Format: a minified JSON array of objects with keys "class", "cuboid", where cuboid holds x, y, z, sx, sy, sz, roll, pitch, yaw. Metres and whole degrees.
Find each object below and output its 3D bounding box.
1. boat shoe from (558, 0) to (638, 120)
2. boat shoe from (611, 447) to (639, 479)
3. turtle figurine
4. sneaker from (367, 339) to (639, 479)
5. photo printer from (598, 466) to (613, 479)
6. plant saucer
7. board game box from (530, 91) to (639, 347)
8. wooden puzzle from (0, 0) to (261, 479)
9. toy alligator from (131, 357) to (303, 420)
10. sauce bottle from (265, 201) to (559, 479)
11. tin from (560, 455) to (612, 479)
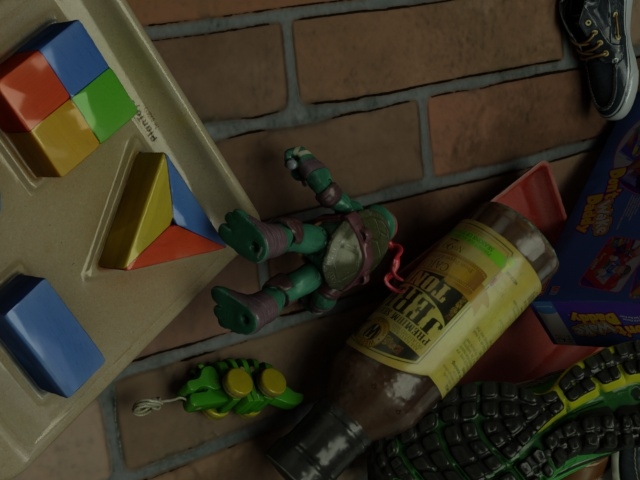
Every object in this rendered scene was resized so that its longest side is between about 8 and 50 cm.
[{"class":"boat shoe","cuboid":[0.318,-0.232,1.390,0.083,0.065,0.183,-2,91,-36]},{"class":"boat shoe","cuboid":[0.403,0.308,1.374,0.095,0.079,0.254,-37,117,-33]},{"class":"turtle figurine","cuboid":[0.000,0.000,1.117,0.234,0.118,0.175,-24,113,-49]},{"class":"sneaker","cuboid":[0.214,0.212,1.257,0.343,0.146,0.134,-13,74,-10]},{"class":"photo printer","cuboid":[0.356,0.384,1.465,0.256,0.107,0.307,7,90,-38]},{"class":"plant saucer","cuboid":[0.197,0.079,1.345,0.258,0.047,0.259,-36,117,-28]},{"class":"board game box","cuboid":[0.407,-0.034,1.331,0.078,0.233,0.347,54,53,-32]},{"class":"wooden puzzle","cuboid":[-0.228,-0.016,0.985,0.348,0.080,0.322,-44,120,-24]},{"class":"toy alligator","cuboid":[-0.098,0.136,1.126,0.189,0.056,0.051,5,53,-38]},{"class":"sauce bottle","cuboid":[0.089,0.111,1.176,0.344,0.111,0.111,-46,121,-14]},{"class":"tin","cuboid":[0.310,0.207,1.400,0.189,0.106,0.040,-41,146,-40]}]
